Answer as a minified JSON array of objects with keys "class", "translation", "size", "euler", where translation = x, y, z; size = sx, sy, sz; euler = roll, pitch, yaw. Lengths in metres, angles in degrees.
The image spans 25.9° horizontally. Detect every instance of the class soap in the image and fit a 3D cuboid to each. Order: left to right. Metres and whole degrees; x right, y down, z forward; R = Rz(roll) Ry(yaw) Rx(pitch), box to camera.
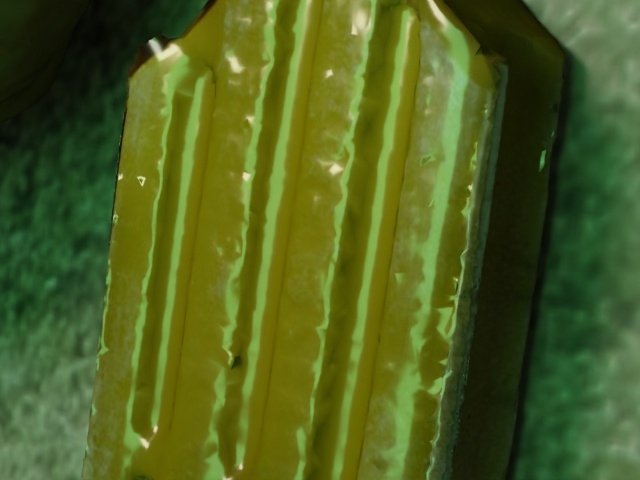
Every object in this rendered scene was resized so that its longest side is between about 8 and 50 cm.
[{"class":"soap","translation":[0.000,0.000,0.525],"size":[0.160,0.080,0.257],"euler":[12,97,31]}]

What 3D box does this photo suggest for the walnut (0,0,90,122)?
[{"class":"walnut","translation":[-0.248,-0.149,0.575],"size":[0.253,0.282,0.276],"euler":[-36,80,43]}]
